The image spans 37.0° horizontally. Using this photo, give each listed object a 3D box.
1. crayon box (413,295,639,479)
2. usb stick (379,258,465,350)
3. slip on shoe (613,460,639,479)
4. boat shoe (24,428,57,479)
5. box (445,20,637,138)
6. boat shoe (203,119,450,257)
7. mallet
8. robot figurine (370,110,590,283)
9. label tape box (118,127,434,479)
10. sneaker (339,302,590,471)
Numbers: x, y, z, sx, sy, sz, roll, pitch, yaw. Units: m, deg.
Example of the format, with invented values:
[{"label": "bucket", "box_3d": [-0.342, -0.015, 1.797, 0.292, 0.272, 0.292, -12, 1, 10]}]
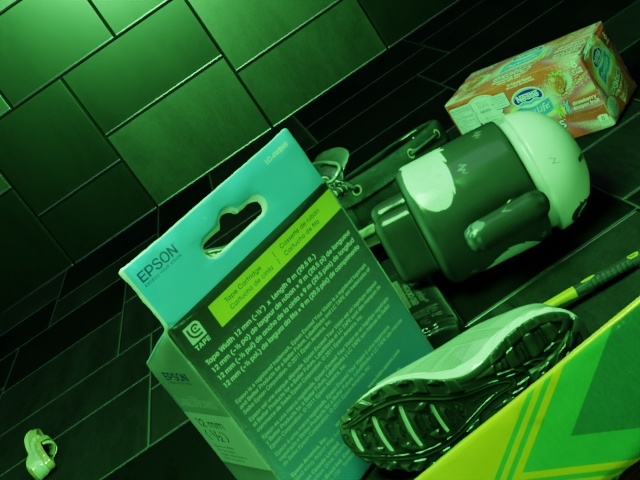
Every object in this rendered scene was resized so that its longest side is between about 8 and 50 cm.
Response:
[{"label": "crayon box", "box_3d": [0.195, 0.134, 0.722, 0.323, 0.083, 0.203, -45, -17, 25]}, {"label": "usb stick", "box_3d": [0.125, 0.080, 1.263, 0.077, 0.045, 0.278, -26, 18, 1]}, {"label": "slip on shoe", "box_3d": [0.340, 0.134, 0.613, 0.331, 0.123, 0.101, -33, 3, 24]}, {"label": "boat shoe", "box_3d": [-0.465, 0.354, 1.605, 0.045, 0.050, 0.135, -33, 28, -5]}, {"label": "box", "box_3d": [0.346, -0.228, 1.516, 0.257, 0.128, 0.123, -17, 25, 45]}, {"label": "boat shoe", "box_3d": [0.008, -0.048, 1.395, 0.500, 0.156, 0.187, -23, 6, -24]}, {"label": "mallet", "box_3d": [0.278, 0.063, 1.058, 0.189, 0.039, 0.062, -27, 18, 11]}, {"label": "robot figurine", "box_3d": [0.209, -0.050, 1.237, 0.278, 0.173, 0.209, -28, 55, 6]}, {"label": "label tape box", "box_3d": [-0.046, 0.095, 1.032, 0.249, 0.348, 0.115, -45, 21, -30]}, {"label": "sneaker", "box_3d": [0.147, 0.150, 0.991, 0.271, 0.100, 0.108, -27, 8, 5]}]
